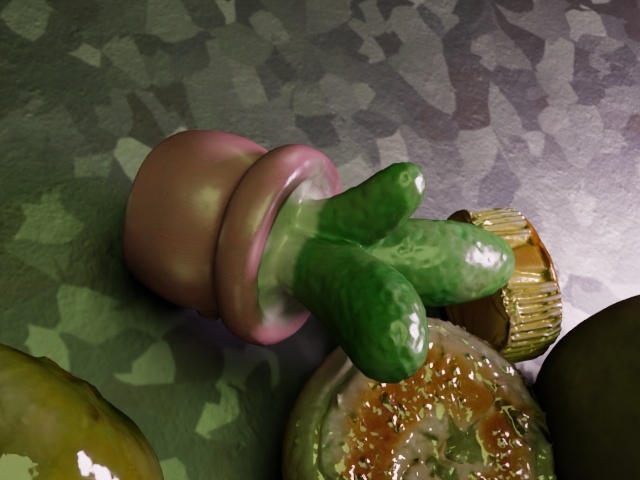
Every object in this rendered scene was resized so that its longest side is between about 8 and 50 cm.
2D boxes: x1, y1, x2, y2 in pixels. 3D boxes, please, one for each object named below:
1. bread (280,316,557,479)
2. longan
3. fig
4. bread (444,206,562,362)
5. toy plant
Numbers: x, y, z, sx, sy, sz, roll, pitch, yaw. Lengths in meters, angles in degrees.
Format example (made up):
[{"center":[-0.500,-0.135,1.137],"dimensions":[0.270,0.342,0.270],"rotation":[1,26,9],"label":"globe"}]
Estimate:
[{"center":[0.099,0.233,1.129],"dimensions":[0.305,0.159,0.305],"rotation":[8,61,-16],"label":"bread"},{"center":[0.388,0.199,1.208],"dimensions":[0.297,0.297,0.297],"rotation":[9,64,-19],"label":"longan"},{"center":[-0.300,0.241,0.897],"dimensions":[0.316,0.316,0.316],"rotation":[9,64,-19],"label":"fig"},{"center":[0.213,0.052,1.266],"dimensions":[0.114,0.132,0.190],"rotation":[-7,59,-24],"label":"bread"},{"center":[-0.005,0.002,1.105],"dimensions":[0.356,0.210,0.317],"rotation":[11,20,23],"label":"toy plant"}]
